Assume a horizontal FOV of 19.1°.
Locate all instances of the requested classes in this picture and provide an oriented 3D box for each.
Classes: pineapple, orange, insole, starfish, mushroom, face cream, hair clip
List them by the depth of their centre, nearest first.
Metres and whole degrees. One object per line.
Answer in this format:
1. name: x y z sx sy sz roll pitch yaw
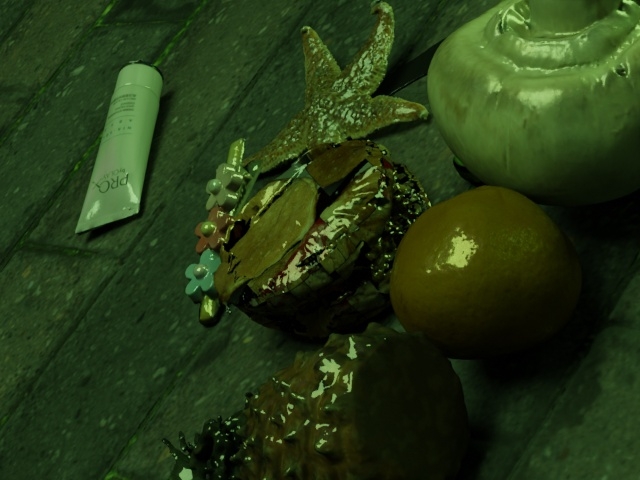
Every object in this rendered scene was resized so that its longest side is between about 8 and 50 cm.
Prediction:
1. orange: 0.133 0.026 1.549 0.159 0.159 0.136 -20 72 35
2. pineapple: -0.038 0.183 1.576 0.340 0.169 0.169 -26 33 43
3. mushroom: 0.211 -0.162 1.593 0.254 0.234 0.260 -14 28 3
4. hair clip: -0.103 -0.015 1.965 0.062 0.056 0.214 -19 44 44
5. insole: 0.110 -0.184 2.004 0.153 0.002 0.053 -30 32 21
6. starfish: 0.005 -0.148 2.042 0.295 0.048 0.231 -21 48 40
7. face cream: -0.235 -0.111 2.280 0.092 0.058 0.243 -19 43 28

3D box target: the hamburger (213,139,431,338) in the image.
1. hamburger: 0.000 0.000 1.801 0.231 0.107 0.231 -35 30 23

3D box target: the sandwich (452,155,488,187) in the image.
1. sandwich: 0.173 -0.082 1.776 0.101 0.026 0.069 -33 27 12
